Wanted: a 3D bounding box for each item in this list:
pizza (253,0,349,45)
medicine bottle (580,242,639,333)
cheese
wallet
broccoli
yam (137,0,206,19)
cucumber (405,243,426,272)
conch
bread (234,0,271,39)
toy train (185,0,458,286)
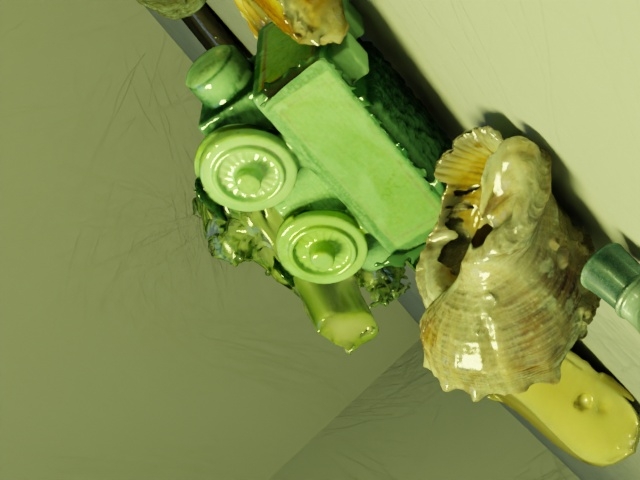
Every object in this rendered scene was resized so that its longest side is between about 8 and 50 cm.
[{"bbox_3d":[-0.079,-0.281,0.847,0.297,0.071,0.189,51,178,-43],"label":"pizza"},{"bbox_3d":[0.266,0.077,0.779,0.208,0.053,0.090,46,178,39],"label":"medicine bottle"},{"bbox_3d":[0.276,0.178,1.478,0.259,0.128,0.316,46,180,-7],"label":"cheese"},{"bbox_3d":[-0.217,-0.394,1.943,0.321,0.044,0.170,51,177,-7],"label":"wallet"},{"bbox_3d":[0.006,-0.021,1.541,0.375,0.249,0.302,36,179,-44],"label":"broccoli"},{"bbox_3d":[-0.208,-0.349,1.358,0.133,0.133,0.330,47,180,10],"label":"yam"},{"bbox_3d":[0.102,-0.040,1.766,0.244,0.063,0.115,48,177,-18],"label":"cucumber"},{"bbox_3d":[0.141,0.013,0.902,0.178,0.163,0.245,34,139,37],"label":"conch"},{"bbox_3d":[-0.012,-0.194,1.145,0.125,0.068,0.188,46,178,32],"label":"bread"},{"bbox_3d":[0.004,-0.084,1.028,0.272,0.188,0.159,46,-154,-30],"label":"toy train"}]
